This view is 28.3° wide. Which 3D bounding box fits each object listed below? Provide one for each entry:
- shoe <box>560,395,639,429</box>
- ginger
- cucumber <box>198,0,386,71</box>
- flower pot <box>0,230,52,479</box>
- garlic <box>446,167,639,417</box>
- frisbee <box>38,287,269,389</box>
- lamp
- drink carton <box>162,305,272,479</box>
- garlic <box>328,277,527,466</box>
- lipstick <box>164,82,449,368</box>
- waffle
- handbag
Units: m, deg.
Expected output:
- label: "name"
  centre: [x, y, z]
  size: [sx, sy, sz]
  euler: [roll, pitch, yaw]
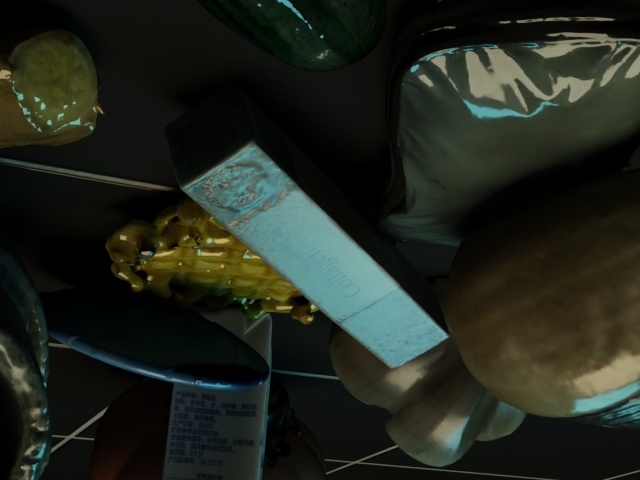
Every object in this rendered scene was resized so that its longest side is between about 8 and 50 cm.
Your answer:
- label: "shoe"
  centre: [0.392, 0.077, 1.149]
  size: [0.237, 0.171, 0.384]
  euler: [24, 141, -39]
- label: "ginger"
  centre: [-0.245, -0.091, 0.845]
  size: [0.213, 0.074, 0.137]
  euler: [-8, 159, 35]
- label: "cucumber"
  centre: [-0.030, -0.151, 0.703]
  size: [0.115, 0.063, 0.244]
  euler: [-11, 158, 27]
- label: "flower pot"
  centre: [-0.372, 0.105, 1.035]
  size: [0.299, 0.299, 0.283]
  euler: [7, -163, -19]
- label: "garlic"
  centre: [0.238, -0.002, 0.900]
  size: [0.338, 0.151, 0.196]
  euler: [-32, -175, 16]
- label: "frisbee"
  centre: [-0.161, 0.083, 1.225]
  size: [0.242, 0.045, 0.242]
  euler: [17, -172, -2]
- label: "lamp"
  centre: [-0.127, 0.269, 1.543]
  size: [0.305, 0.305, 0.240]
  euler: [11, 112, -28]
- label: "drink carton"
  centre: [-0.113, 0.235, 1.355]
  size: [0.106, 0.315, 0.130]
  euler: [4, 159, -2]
- label: "garlic"
  centre: [0.140, 0.124, 1.363]
  size: [0.237, 0.210, 0.292]
  euler: [-28, 170, -32]
- label: "lipstick"
  centre: [0.000, 0.000, 0.989]
  size: [0.066, 0.068, 0.317]
  euler: [-32, 139, 14]
- label: "waffle"
  centre: [-0.052, 0.017, 1.139]
  size: [0.262, 0.060, 0.280]
  euler: [-13, 156, 31]
- label: "handbag"
  centre: [0.139, -0.069, 0.912]
  size: [0.191, 0.075, 0.332]
  euler: [-3, 156, -2]
